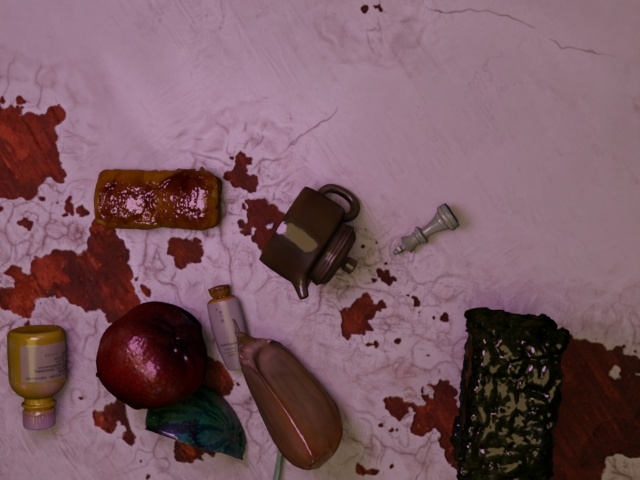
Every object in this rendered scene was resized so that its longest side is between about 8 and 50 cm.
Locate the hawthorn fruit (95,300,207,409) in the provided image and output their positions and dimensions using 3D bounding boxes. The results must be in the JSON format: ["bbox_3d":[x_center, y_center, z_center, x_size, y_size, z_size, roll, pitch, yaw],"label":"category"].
[{"bbox_3d":[-0.371,0.240,1.811,0.266,0.230,0.210,-14,122,29],"label":"hawthorn fruit"}]

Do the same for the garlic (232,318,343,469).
[{"bbox_3d":[-0.072,0.303,1.791,0.151,0.196,0.338,-29,83,-6],"label":"garlic"}]

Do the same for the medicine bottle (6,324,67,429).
[{"bbox_3d":[-0.607,0.295,1.880,0.122,0.122,0.212,0,96,6],"label":"medicine bottle"}]

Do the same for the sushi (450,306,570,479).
[{"bbox_3d":[0.352,0.303,1.687,0.178,0.294,0.351,6,97,3],"label":"sushi"}]

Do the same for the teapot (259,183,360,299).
[{"bbox_3d":[0.000,0.000,1.764,0.175,0.185,0.267,33,62,-2],"label":"teapot"}]

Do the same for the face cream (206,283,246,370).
[{"bbox_3d":[-0.196,0.184,1.859,0.072,0.051,0.182,-12,92,11],"label":"face cream"}]

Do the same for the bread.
[{"bbox_3d":[-0.342,-0.090,1.842,0.271,0.077,0.139,3,92,9],"label":"bread"}]

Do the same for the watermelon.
[{"bbox_3d":[-0.264,0.385,1.836,0.231,0.146,0.128,20,96,7],"label":"watermelon"}]

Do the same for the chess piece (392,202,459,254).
[{"bbox_3d":[0.211,-0.015,1.800,0.149,0.059,0.059,-34,90,15],"label":"chess piece"}]

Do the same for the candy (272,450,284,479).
[{"bbox_3d":[-0.107,0.573,1.881,0.092,0.093,0.335,12,86,-37],"label":"candy"}]
